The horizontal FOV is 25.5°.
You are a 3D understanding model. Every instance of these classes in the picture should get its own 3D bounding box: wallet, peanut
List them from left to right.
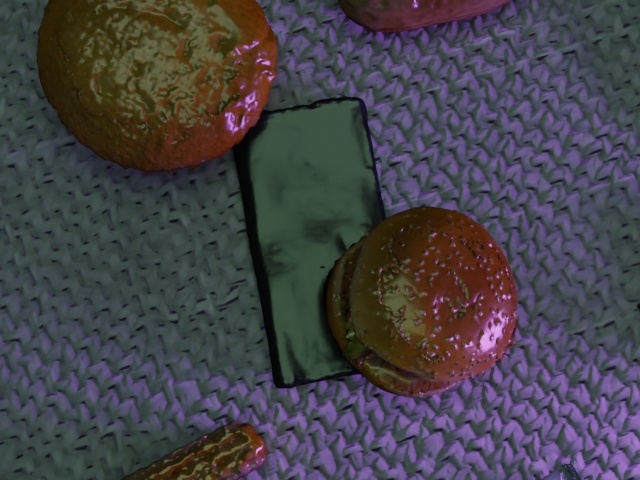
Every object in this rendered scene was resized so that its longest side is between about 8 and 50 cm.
[{"bbox_3d":[0.000,0.000,1.434,0.146,0.030,0.285,-10,81,-3],"label":"wallet"},{"bbox_3d":[0.125,-0.277,1.454,0.226,0.095,0.108,-11,78,-6],"label":"peanut"}]

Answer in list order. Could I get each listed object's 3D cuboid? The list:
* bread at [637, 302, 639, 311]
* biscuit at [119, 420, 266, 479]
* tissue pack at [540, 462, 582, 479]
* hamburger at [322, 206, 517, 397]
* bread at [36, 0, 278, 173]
[{"bbox_3d":[0.401,0.054,1.418,0.139,0.084,0.074,-30,85,-7],"label":"bread"},{"bbox_3d":[-0.224,0.276,1.343,0.379,0.094,0.054,-27,83,-8],"label":"biscuit"},{"bbox_3d":[0.192,0.313,1.391,0.193,0.026,0.122,-26,83,-7],"label":"tissue pack"},{"bbox_3d":[0.108,0.062,1.369,0.191,0.118,0.182,32,72,-16],"label":"hamburger"},{"bbox_3d":[-0.160,-0.176,1.399,0.240,0.139,0.240,0,80,-3],"label":"bread"}]
